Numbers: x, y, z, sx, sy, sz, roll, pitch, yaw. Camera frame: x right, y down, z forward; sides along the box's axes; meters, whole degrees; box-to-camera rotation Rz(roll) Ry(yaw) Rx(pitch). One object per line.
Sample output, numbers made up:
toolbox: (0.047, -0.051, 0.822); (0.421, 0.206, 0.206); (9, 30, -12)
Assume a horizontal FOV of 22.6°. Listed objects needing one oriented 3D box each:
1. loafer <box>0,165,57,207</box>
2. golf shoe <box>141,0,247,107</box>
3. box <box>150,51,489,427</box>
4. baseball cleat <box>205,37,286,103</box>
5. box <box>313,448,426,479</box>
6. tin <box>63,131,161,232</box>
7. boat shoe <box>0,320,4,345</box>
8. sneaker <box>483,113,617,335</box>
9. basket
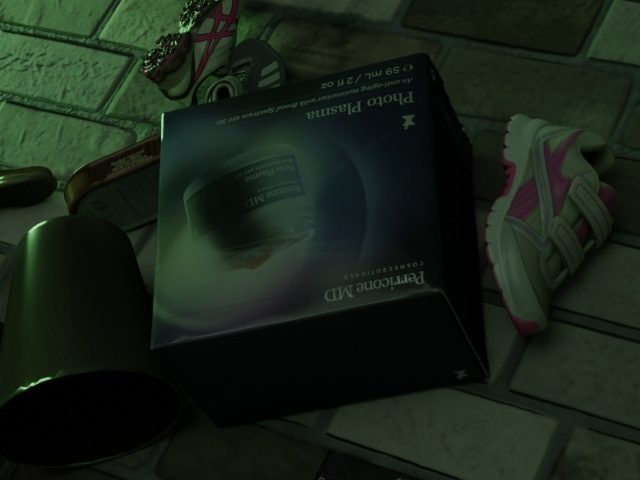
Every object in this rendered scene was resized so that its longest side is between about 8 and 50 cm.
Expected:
loafer: (-0.380, -0.067, 1.895); (0.148, 0.056, 0.050); (-11, 60, 15)
golf shoe: (-0.131, -0.242, 1.902); (0.186, 0.086, 0.067); (-53, 28, -14)
box: (0.000, 0.000, 1.610); (0.296, 0.182, 0.294); (-12, 55, 15)
baseball cleat: (-0.084, -0.172, 1.808); (0.072, 0.109, 0.206); (-25, 48, 17)
box: (0.025, 0.283, 1.498); (0.116, 0.029, 0.162); (13, 62, 30)
tin: (-0.193, -0.064, 1.784); (0.190, 0.106, 0.040); (-23, 59, 7)
boat shoe: (-0.376, 0.202, 1.683); (0.114, 0.091, 0.302); (-18, 51, 36)
sneaker: (0.232, -0.022, 1.577); (0.111, 0.103, 0.252); (-2, 57, 23)
basket: (-0.254, 0.098, 1.673); (0.204, 0.154, 0.227); (-19, 48, 8)
